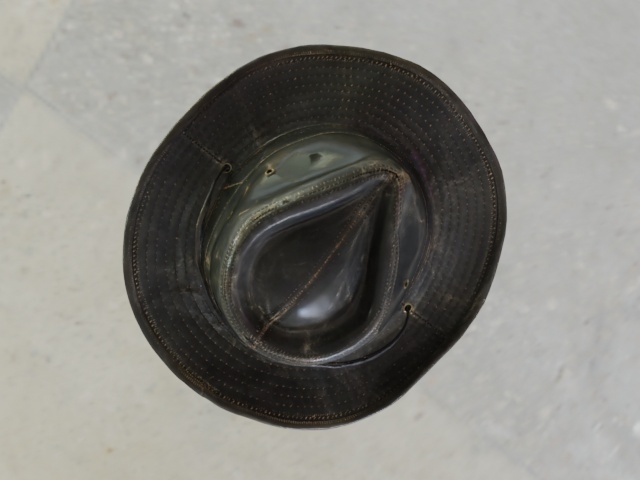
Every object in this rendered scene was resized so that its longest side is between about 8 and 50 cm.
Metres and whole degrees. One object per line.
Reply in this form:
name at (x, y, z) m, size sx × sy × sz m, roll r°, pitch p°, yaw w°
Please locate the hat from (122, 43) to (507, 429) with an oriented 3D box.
hat at (0.000, 0.000, 1.180) m, size 0.331 × 0.134 × 0.331 m, roll 0°, pitch 94°, yaw -4°
